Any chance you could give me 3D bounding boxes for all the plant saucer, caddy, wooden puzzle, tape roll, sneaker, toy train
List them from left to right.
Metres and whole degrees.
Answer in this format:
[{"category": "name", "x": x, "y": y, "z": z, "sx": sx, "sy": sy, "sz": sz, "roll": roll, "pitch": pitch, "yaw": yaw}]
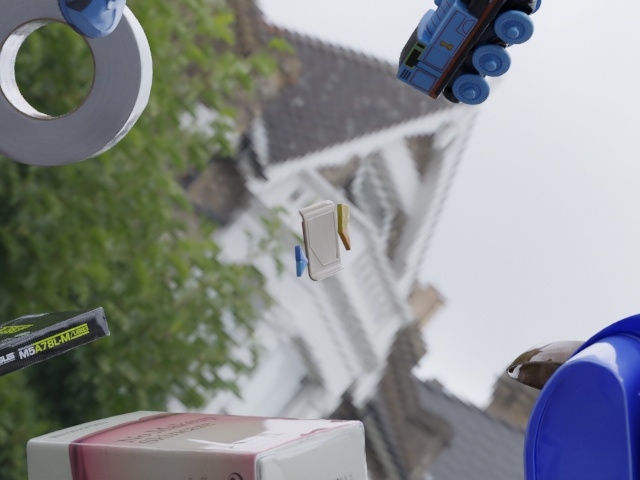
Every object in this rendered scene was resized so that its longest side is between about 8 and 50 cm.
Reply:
[{"category": "tape roll", "x": -0.305, "y": -0.195, "z": 1.941, "sx": 0.219, "sy": 0.219, "sz": 0.072, "roll": 42, "pitch": 8, "yaw": 0}, {"category": "sneaker", "x": -0.169, "y": -0.233, "z": 1.392, "sx": 0.082, "sy": 0.069, "sz": 0.209, "roll": 18, "pitch": -34, "yaw": 8}, {"category": "wooden puzzle", "x": 0.000, "y": 0.000, "z": 1.700, "sx": 0.014, "sy": 0.116, "sz": 0.078, "roll": -7, "pitch": -89, "yaw": 29}, {"category": "toy train", "x": 0.160, "y": -0.222, "z": 1.812, "sx": 0.105, "sy": 0.080, "sz": 0.184, "roll": 27, "pitch": -45, "yaw": -7}, {"category": "plant saucer", "x": 0.307, "y": 0.145, "z": 1.888, "sx": 0.199, "sy": 0.036, "sz": 0.198, "roll": 10, "pitch": -15, "yaw": 3}, {"category": "caddy", "x": 0.304, "y": 0.231, "z": 1.472, "sx": 0.241, "sy": 0.341, "sz": 0.179, "roll": -2, "pitch": -1, "yaw": 19}]

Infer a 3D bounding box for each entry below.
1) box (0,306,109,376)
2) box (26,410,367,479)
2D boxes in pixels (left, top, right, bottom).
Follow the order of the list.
[{"category": "box", "x": -0.397, "y": 0.135, "z": 2.174, "sx": 0.191, "sy": 0.184, "sz": 0.045, "roll": -7, "pitch": -77, "yaw": 49}, {"category": "box", "x": -0.095, "y": 0.209, "z": 1.333, "sx": 0.232, "sy": 0.149, "sz": 0.126, "roll": -1, "pitch": -86, "yaw": 34}]
